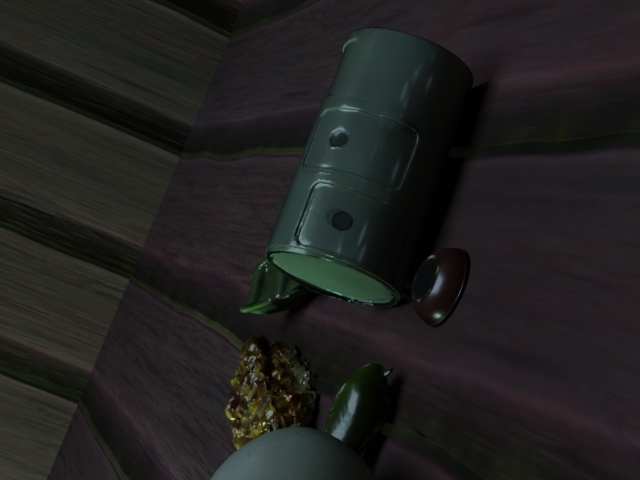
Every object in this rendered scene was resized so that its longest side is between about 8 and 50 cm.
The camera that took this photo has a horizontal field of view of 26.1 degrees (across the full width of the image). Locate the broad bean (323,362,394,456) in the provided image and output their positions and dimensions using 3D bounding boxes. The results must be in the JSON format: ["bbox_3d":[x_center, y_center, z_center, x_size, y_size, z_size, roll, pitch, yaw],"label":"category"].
[{"bbox_3d":[0.001,0.219,1.139,0.053,0.052,0.256,20,-90,-64],"label":"broad bean"}]

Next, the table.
[{"bbox_3d":[0.045,-0.064,1.233,0.126,0.126,0.220,-22,45,68],"label":"table"}]

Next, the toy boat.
[{"bbox_3d":[0.000,0.000,1.427,0.293,0.055,0.093,-47,24,51],"label":"toy boat"}]

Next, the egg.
[{"bbox_3d":[-0.023,0.222,1.016,0.151,0.151,0.209,-59,7,27],"label":"egg"}]

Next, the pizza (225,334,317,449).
[{"bbox_3d":[-0.058,0.163,1.386,0.127,0.058,0.246,-60,19,20],"label":"pizza"}]

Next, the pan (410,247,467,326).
[{"bbox_3d":[0.088,0.034,1.150,0.068,0.023,0.115,-69,16,-2],"label":"pan"}]
